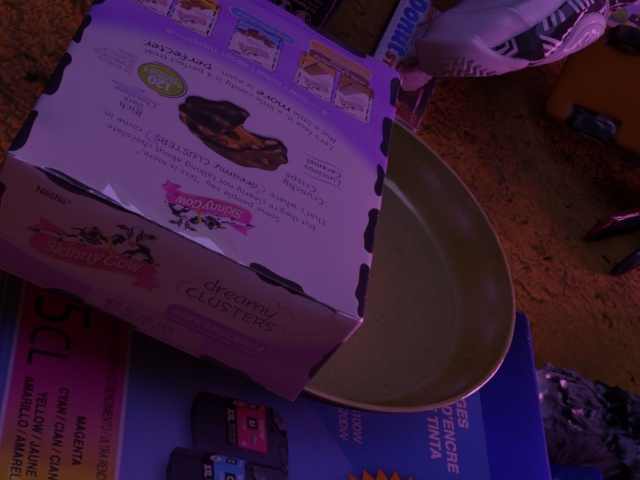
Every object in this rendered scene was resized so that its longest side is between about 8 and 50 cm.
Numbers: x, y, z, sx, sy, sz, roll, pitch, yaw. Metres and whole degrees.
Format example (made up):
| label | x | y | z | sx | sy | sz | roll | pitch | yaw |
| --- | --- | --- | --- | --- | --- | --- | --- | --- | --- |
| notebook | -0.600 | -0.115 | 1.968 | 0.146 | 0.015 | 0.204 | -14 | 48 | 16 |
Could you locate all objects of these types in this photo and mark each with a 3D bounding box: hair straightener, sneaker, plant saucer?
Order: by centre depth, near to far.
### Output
| label | x | y | z | sx | sy | sz | roll | pitch | yaw |
| --- | --- | --- | --- | --- | --- | --- | --- | --- | --- |
| plant saucer | 0.000 | 0.000 | 0.628 | 0.241 | 0.037 | 0.241 | 19 | 44 | -19 |
| sneaker | 0.217 | -0.292 | 0.999 | 0.365 | 0.137 | 0.210 | -28 | 107 | -17 |
| hair straightener | 0.349 | 0.003 | 1.069 | 0.230 | 0.047 | 0.089 | -10 | 64 | -44 |

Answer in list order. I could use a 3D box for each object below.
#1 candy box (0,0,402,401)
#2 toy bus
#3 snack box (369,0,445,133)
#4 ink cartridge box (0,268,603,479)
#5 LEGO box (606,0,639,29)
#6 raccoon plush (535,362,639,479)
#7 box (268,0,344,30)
| label | x | y | z | sx | sy | sz | roll | pitch | yaw |
| --- | --- | --- | --- | --- | --- | --- | --- | --- | --- |
| candy box | -0.054 | -0.043 | 0.546 | 0.164 | 0.070 | 0.196 | 27 | 41 | -13 |
| toy bus | 0.385 | -0.094 | 1.038 | 0.332 | 0.108 | 0.130 | 27 | 4 | 27 |
| snack box | 0.079 | -0.165 | 1.021 | 0.064 | 0.022 | 0.178 | 34 | 45 | -10 |
| ink cartridge box | -0.013 | 0.150 | 0.633 | 0.395 | 0.151 | 0.270 | 18 | 49 | -24 |
| LEGO box | 0.290 | -0.450 | 1.262 | 0.500 | 0.193 | 0.372 | 29 | 45 | -13 |
| raccoon plush | 0.347 | 0.102 | 0.885 | 0.446 | 0.216 | 0.299 | 31 | 38 | -10 |
| box | -0.067 | -0.305 | 0.930 | 0.247 | 0.163 | 0.142 | 29 | 42 | -13 |
